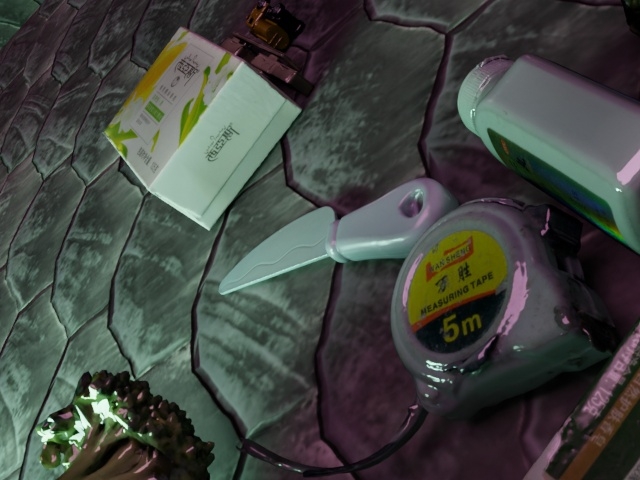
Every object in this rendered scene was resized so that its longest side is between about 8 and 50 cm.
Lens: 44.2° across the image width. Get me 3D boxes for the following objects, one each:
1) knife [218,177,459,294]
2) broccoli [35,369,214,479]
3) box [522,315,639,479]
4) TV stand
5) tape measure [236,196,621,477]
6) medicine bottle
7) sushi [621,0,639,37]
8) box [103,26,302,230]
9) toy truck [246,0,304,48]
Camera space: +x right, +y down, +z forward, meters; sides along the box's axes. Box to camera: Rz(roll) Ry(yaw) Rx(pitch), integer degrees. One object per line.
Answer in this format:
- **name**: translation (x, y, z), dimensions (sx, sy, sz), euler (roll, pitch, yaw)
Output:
- **knife**: translation (0.001, -0.002, 0.791), dimensions (0.331, 0.044, 0.080), euler (-15, 53, 46)
- **broccoli**: translation (-0.164, 0.262, 0.575), dimensions (0.249, 0.301, 0.375), euler (4, 52, 7)
- **box**: translation (0.183, 0.155, 0.415), dimensions (0.199, 0.081, 0.135), euler (-57, 35, 1)
- **TV stand**: translation (-0.077, -0.241, 1.068), dimensions (0.042, 0.036, 0.249), euler (-52, 35, 1)
- **tape measure**: translation (0.066, 0.088, 0.613), dimensions (0.330, 0.084, 0.163), euler (-34, 40, 38)
- **medicine bottle**: translation (0.181, -0.070, 0.559), dimensions (0.083, 0.121, 0.229), euler (-50, 35, 9)
- **sushi**: translation (0.293, -0.178, 0.478), dimensions (0.211, 0.171, 0.350), euler (-32, 40, 31)
- **box**: translation (-0.166, -0.157, 1.043), dimensions (0.194, 0.111, 0.260), euler (-53, 33, 2)
- **toy truck**: translation (-0.067, -0.301, 1.096), dimensions (0.054, 0.049, 0.083), euler (-53, 37, 5)
